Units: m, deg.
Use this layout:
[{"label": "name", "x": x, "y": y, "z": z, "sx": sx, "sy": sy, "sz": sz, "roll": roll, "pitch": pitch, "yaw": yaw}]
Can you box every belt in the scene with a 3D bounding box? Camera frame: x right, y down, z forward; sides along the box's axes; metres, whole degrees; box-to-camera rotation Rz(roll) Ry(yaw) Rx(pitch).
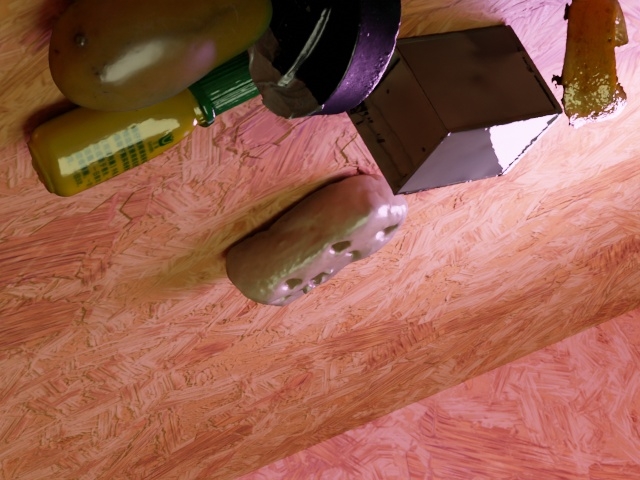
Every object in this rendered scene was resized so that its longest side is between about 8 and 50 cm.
[{"label": "belt", "x": -0.002, "y": -0.218, "z": 1.866, "sx": 0.078, "sy": 0.151, "sz": 0.198, "roll": -9, "pitch": 130, "yaw": -47}]

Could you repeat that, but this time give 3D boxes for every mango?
[{"label": "mango", "x": -0.151, "y": -0.203, "z": 1.755, "sx": 0.251, "sy": 0.114, "sz": 0.156, "roll": -19, "pitch": 151, "yaw": -26}]

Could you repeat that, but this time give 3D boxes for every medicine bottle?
[{"label": "medicine bottle", "x": -0.169, "y": -0.141, "z": 1.942, "sx": 0.309, "sy": 0.076, "sz": 0.111, "roll": -25, "pitch": 156, "yaw": -11}]

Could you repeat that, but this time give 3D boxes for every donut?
[{"label": "donut", "x": 0.352, "y": -0.240, "z": 2.284, "sx": 0.078, "sy": 0.181, "sz": 0.146, "roll": 4, "pitch": 157, "yaw": 22}]

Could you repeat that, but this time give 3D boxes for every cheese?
[{"label": "cheese", "x": 0.001, "y": 0.002, "z": 2.528, "sx": 0.263, "sy": 0.093, "sz": 0.159, "roll": -34, "pitch": 162, "yaw": 13}]

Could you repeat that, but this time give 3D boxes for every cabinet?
[{"label": "cabinet", "x": 0.164, "y": -0.163, "z": 2.254, "sx": 0.206, "sy": 0.145, "sz": 0.150, "roll": -12, "pitch": 155, "yaw": -39}]
